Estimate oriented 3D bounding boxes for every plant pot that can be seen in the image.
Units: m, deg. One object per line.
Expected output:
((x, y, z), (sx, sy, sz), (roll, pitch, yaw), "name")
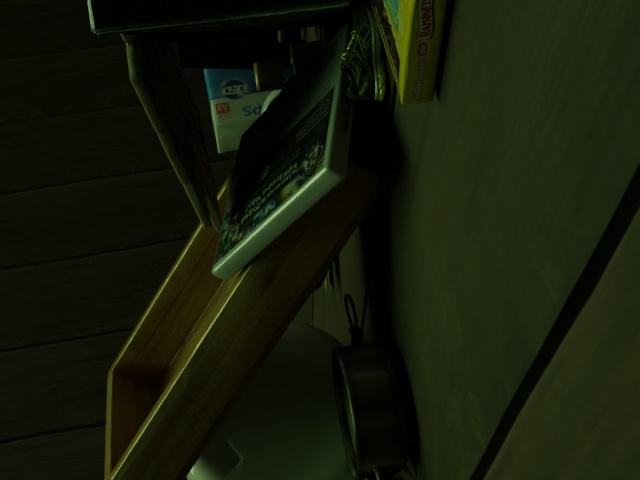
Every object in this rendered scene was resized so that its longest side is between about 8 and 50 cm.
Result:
((-0.116, -0.344, 1.241), (0.167, 0.188, 0.187), (110, 153, -54), "plant pot")

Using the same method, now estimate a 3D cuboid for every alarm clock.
((0.047, 0.146, 0.953), (0.129, 0.064, 0.192), (129, 129, -82), "alarm clock")

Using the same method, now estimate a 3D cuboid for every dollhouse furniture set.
((-0.092, -0.240, 1.094), (0.101, 0.182, 0.161), (132, 129, -82), "dollhouse furniture set")

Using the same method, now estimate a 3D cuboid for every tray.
((-0.091, 0.051, 0.982), (0.411, 0.076, 0.203), (-57, 24, 19), "tray")

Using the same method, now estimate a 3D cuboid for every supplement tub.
((-0.057, 0.258, 1.241), (0.331, 0.241, 0.241), (97, 163, -67), "supplement tub")

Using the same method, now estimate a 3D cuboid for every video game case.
((-0.030, -0.076, 0.860), (0.190, 0.022, 0.173), (-39, 33, 44), "video game case")

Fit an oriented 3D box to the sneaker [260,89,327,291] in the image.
((-0.030, -0.041, 1.219), (0.153, 0.099, 0.282), (-110, 16, -69), "sneaker")

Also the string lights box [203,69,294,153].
((-0.099, -0.256, 1.362), (0.077, 0.133, 0.260), (95, 164, -63), "string lights box")

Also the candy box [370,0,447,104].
((0.044, -0.201, 0.641), (0.105, 0.027, 0.206), (93, 166, -57), "candy box")

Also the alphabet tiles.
((-0.158, -0.177, 0.948), (0.342, 0.011, 0.285), (-108, -3, -48), "alphabet tiles")

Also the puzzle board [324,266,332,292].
((0.000, 0.000, 1.407), (0.128, 0.011, 0.096), (-109, 12, -53), "puzzle board")

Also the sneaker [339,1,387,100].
((0.032, -0.152, 0.784), (0.031, 0.035, 0.083), (125, 136, -80), "sneaker")

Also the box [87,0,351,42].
((-0.085, -0.336, 0.755), (0.312, 0.179, 0.343), (-98, 1, -79), "box")

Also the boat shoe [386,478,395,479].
((0.050, 0.341, 1.104), (0.258, 0.084, 0.095), (91, 168, -59), "boat shoe")
